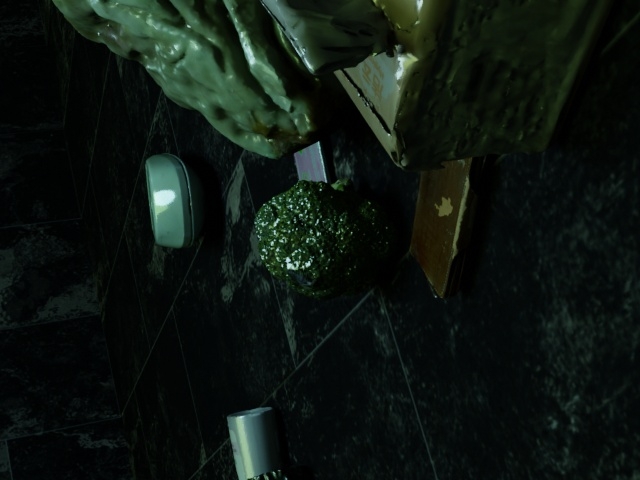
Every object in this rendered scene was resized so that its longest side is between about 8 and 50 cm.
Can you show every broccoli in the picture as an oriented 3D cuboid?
[{"bbox_3d":[0.000,0.000,1.012,0.162,0.146,0.138,-55,7,43],"label":"broccoli"}]

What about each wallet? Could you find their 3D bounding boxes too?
[{"bbox_3d":[0.113,-0.040,0.851,0.095,0.026,0.176,-119,30,-54],"label":"wallet"}]

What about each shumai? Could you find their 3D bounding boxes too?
[{"bbox_3d":[-0.091,-0.202,0.976,0.263,0.304,0.309,67,156,8],"label":"shumai"}]

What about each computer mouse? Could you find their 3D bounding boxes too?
[{"bbox_3d":[-0.248,-0.071,1.655,0.288,0.097,0.159,-147,50,-77],"label":"computer mouse"}]

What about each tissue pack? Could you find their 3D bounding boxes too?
[{"bbox_3d":[0.040,-0.223,0.698,0.238,0.239,0.305,103,150,-43],"label":"tissue pack"}]

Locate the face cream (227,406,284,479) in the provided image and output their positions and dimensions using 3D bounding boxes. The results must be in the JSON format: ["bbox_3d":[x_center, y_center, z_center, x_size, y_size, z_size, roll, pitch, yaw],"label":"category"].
[{"bbox_3d":[-0.080,0.387,1.425,0.107,0.073,0.269,96,164,-86],"label":"face cream"}]

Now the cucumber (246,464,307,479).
[{"bbox_3d":[-0.030,0.492,1.301,0.096,0.096,0.359,138,122,-65],"label":"cucumber"}]

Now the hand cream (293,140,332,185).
[{"bbox_3d":[-0.022,-0.139,1.142,0.079,0.050,0.275,-41,-62,-86],"label":"hand cream"}]
